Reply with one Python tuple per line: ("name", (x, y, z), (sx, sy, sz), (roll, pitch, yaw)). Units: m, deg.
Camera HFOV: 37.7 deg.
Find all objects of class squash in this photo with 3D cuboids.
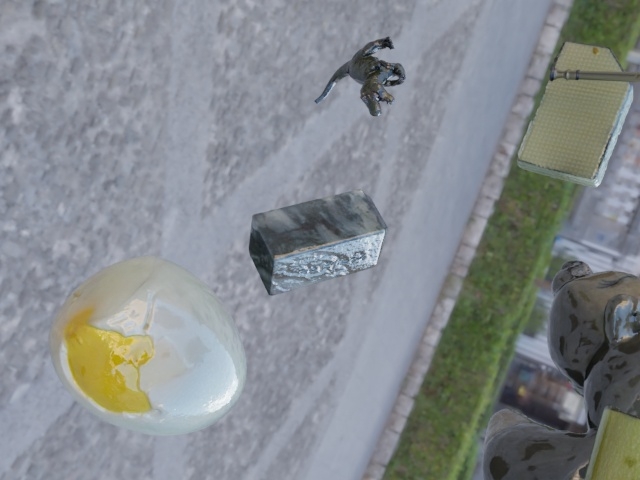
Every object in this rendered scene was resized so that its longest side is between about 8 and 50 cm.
("squash", (0.288, 0.253, 0.843), (0.123, 0.123, 0.187), (29, 77, -73))

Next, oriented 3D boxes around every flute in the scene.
("flute", (0.493, -0.269, 1.539), (0.027, 0.233, 0.027), (-24, 117, -59))

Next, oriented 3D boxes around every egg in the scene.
("egg", (-0.276, 0.184, 1.567), (0.345, 0.283, 0.283), (43, 63, -30))

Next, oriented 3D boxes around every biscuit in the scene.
("biscuit", (0.450, -0.222, 1.624), (0.052, 0.150, 0.252), (43, 67, -58))

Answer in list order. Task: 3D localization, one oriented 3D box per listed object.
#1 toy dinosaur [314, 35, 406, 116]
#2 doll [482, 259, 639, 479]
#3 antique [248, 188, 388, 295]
("toy dinosaur", (0.054, -0.274, 1.618), (0.187, 0.179, 0.087), (-88, 154, -60))
("doll", (0.370, 0.193, 1.332), (0.382, 0.378, 0.252), (-103, 169, -71))
("antique", (0.000, 0.000, 1.319), (0.183, 0.086, 0.088), (-15, 145, -19))
